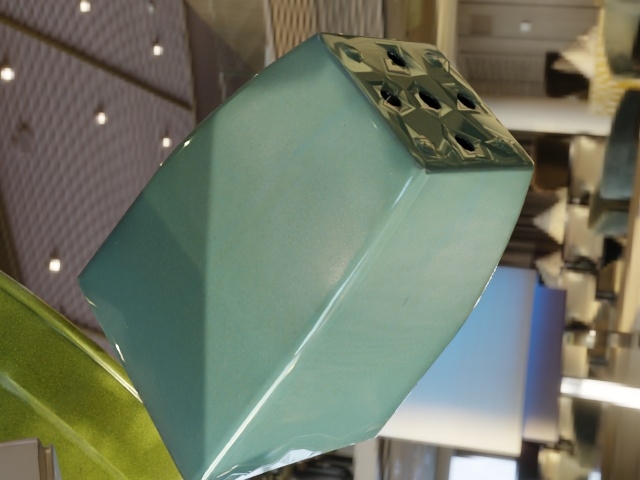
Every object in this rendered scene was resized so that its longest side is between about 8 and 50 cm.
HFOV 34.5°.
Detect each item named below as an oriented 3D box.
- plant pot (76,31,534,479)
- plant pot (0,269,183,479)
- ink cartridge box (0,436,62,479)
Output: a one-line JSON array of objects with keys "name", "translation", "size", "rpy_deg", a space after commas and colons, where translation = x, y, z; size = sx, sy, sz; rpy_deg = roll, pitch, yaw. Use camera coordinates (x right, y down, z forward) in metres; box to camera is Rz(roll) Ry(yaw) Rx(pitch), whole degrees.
[{"name": "plant pot", "translation": [0.000, 0.000, 0.615], "size": [0.165, 0.166, 0.234], "rpy_deg": [-6, -38, -46]}, {"name": "plant pot", "translation": [-0.362, 0.246, 0.998], "size": [0.353, 0.366, 0.366], "rpy_deg": [-51, -26, -21]}, {"name": "ink cartridge box", "translation": [-0.202, 0.156, 0.412], "size": [0.148, 0.203, 0.086], "rpy_deg": [102, 158, -58]}]
